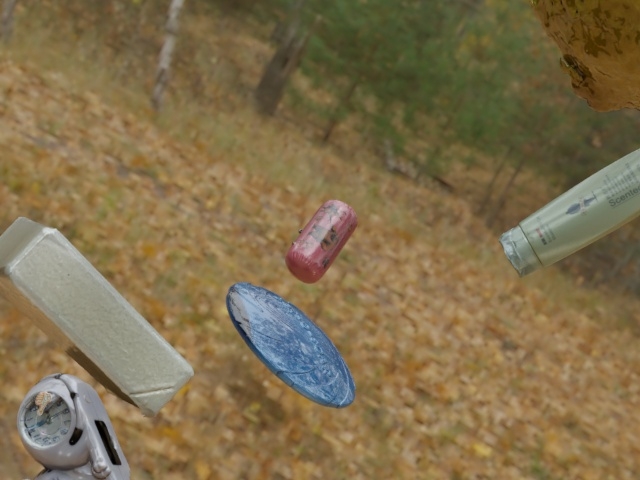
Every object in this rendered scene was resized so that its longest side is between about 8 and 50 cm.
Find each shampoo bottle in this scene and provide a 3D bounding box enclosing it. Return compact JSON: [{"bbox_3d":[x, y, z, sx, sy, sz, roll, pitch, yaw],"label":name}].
[{"bbox_3d":[0.311,-0.033,1.514,0.072,0.212,0.049,62,10,25],"label":"shampoo bottle"}]

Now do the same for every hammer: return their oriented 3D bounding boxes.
[{"bbox_3d":[0.000,0.000,1.139,0.043,0.083,0.043,25,-33,18],"label":"hammer"}]

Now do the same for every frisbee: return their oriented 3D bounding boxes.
[{"bbox_3d":[-0.034,0.140,1.844,0.242,0.045,0.242,39,15,-12],"label":"frisbee"}]

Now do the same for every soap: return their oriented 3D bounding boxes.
[{"bbox_3d":[-0.203,0.066,1.104,0.183,0.064,0.121,48,-16,-21],"label":"soap"}]

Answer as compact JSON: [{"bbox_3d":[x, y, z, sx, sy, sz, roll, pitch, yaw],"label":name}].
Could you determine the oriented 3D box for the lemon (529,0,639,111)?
[{"bbox_3d":[0.291,-0.226,0.910,0.268,0.322,0.268,45,13,-14],"label":"lemon"}]

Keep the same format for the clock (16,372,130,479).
[{"bbox_3d":[-0.284,0.237,1.404,0.176,0.117,0.080,65,4,14],"label":"clock"}]
